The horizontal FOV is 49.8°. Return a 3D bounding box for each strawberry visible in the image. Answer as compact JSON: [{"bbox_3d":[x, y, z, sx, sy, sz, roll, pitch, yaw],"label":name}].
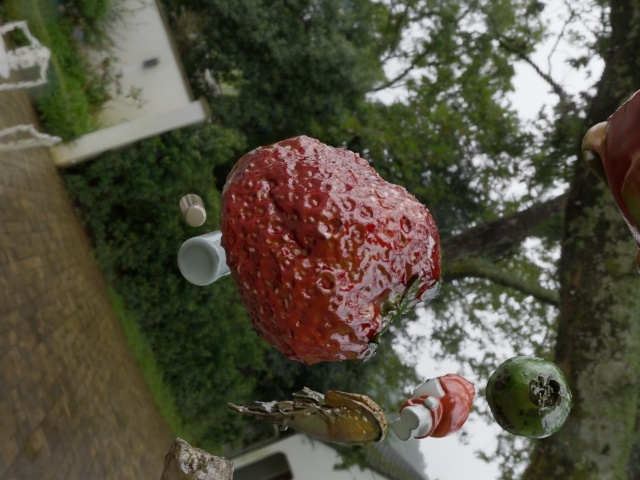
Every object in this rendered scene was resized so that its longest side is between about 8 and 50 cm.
[{"bbox_3d":[0.000,0.000,0.843,0.276,0.257,0.257,56,-9,-5],"label":"strawberry"}]

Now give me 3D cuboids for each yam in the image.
[{"bbox_3d":[-0.231,0.469,1.179,0.129,0.128,0.238,-3,-113,49],"label":"yam"}]

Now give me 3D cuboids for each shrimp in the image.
[{"bbox_3d":[-0.021,0.255,1.084,0.066,0.262,0.117,-60,156,-56],"label":"shrimp"}]

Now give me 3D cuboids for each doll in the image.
[{"bbox_3d":[0.277,0.386,1.596,0.130,0.290,0.161,43,-60,28],"label":"doll"}]

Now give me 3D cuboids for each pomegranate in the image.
[{"bbox_3d":[0.304,0.222,0.987,0.161,0.122,0.122,86,-18,-71],"label":"pomegranate"}]

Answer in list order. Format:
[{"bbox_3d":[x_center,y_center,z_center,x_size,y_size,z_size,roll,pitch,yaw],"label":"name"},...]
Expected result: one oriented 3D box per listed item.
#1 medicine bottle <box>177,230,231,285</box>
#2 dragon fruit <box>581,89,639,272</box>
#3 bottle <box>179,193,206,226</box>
[{"bbox_3d":[-0.175,0.025,1.159,0.130,0.080,0.080,-23,94,-68],"label":"medicine bottle"},{"bbox_3d":[0.331,-0.051,0.522,0.227,0.224,0.224,63,-11,3],"label":"dragon fruit"},{"bbox_3d":[-0.234,-0.055,1.265,0.096,0.045,0.045,-131,-157,-69],"label":"bottle"}]
